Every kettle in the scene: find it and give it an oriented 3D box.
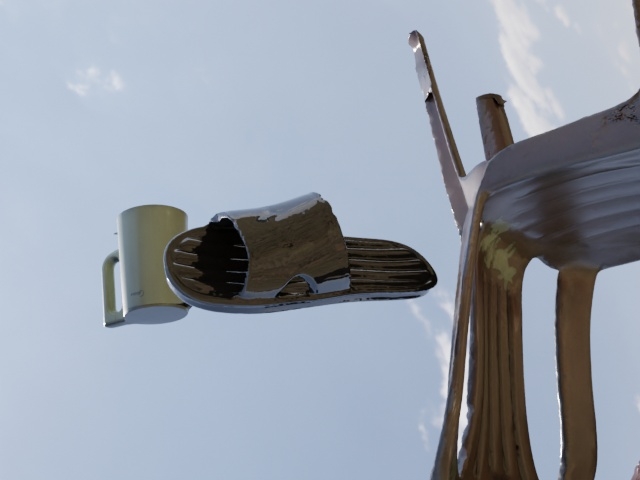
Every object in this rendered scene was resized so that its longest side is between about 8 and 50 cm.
[{"bbox_3d":[-0.241,0.036,1.040,0.127,0.098,0.148,-3,-110,-10],"label":"kettle"}]

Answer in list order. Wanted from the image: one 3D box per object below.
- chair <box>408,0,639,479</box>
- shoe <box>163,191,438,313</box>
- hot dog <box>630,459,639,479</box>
[{"bbox_3d":[0.158,-0.002,0.434,0.175,0.183,0.326,24,-124,-44],"label":"chair"},{"bbox_3d":[0.000,0.000,0.379,0.159,0.053,0.062,4,-143,-34],"label":"shoe"},{"bbox_3d":[0.324,0.190,0.494,0.099,0.227,0.160,6,-93,-41],"label":"hot dog"}]
